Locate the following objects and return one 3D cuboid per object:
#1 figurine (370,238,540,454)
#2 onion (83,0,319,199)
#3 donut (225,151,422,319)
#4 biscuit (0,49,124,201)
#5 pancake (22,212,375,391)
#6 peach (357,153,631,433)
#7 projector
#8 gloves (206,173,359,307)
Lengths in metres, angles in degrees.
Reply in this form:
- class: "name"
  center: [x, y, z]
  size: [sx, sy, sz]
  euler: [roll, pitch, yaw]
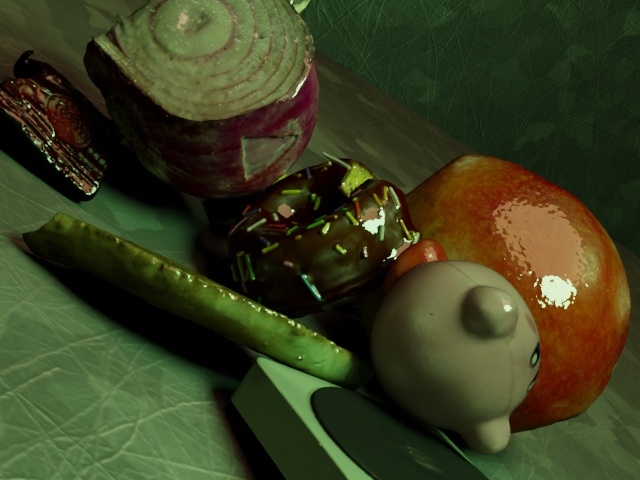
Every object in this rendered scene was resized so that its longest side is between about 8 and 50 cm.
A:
- class: "figurine"
  center: [0.133, 0.103, 1.101]
  size: [0.173, 0.173, 0.173]
  euler: [35, 17, -12]
- class: "onion"
  center: [-0.122, -0.161, 1.281]
  size: [0.272, 0.230, 0.256]
  euler: [-8, 62, -12]
- class: "donut"
  center: [-0.006, -0.011, 1.235]
  size: [0.230, 0.216, 0.096]
  euler: [-100, 167, -62]
- class: "biscuit"
  center: [-0.287, -0.137, 1.251]
  size: [0.151, 0.063, 0.235]
  euler: [46, 9, -17]
- class: "pancake"
  center: [-0.105, 0.064, 1.081]
  size: [0.376, 0.054, 0.197]
  euler: [28, -4, -18]
- class: "peach"
  center: [0.198, 0.060, 1.325]
  size: [0.308, 0.308, 0.332]
  euler: [2, 68, -64]
- class: "projector"
  center: [0.069, 0.225, 0.997]
  size: [0.257, 0.079, 0.259]
  euler: [26, 10, -37]
- class: "gloves"
  center: [0.000, -0.001, 1.457]
  size: [0.294, 0.116, 0.133]
  euler: [36, 22, -32]
